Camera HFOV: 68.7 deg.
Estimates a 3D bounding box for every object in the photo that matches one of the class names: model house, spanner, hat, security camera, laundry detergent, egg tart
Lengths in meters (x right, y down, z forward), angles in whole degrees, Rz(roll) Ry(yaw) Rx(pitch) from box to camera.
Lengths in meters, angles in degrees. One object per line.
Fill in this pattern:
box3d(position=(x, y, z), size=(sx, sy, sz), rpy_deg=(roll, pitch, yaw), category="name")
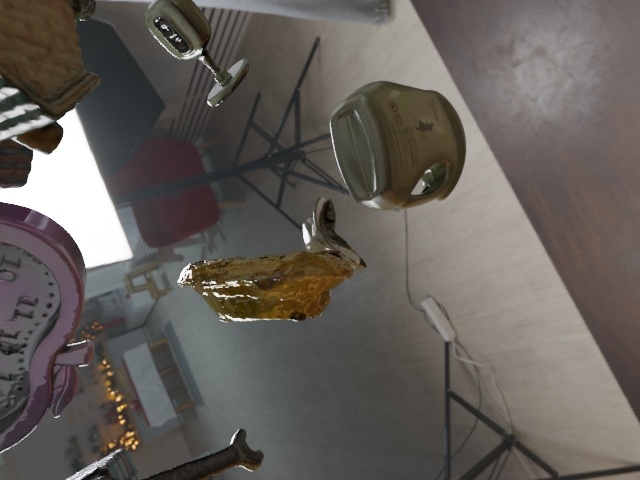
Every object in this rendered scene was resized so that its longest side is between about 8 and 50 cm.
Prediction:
box3d(position=(-0.616, -0.273, 0.817), size=(0.444, 0.395, 0.401), rpy_deg=(-13, 88, 20), category="model house")
box3d(position=(-0.133, 0.241, 0.484), size=(0.015, 0.254, 0.054), rpy_deg=(-40, 67, 12), category="spanner")
box3d(position=(0.000, 0.000, 0.934), size=(0.144, 0.173, 0.166), rpy_deg=(-37, 73, 27), category="hat")
box3d(position=(-0.111, -0.169, 0.411), size=(0.092, 0.058, 0.058), rpy_deg=(40, 164, -32), category="security camera")
box3d(position=(0.137, -0.141, 0.692), size=(0.091, 0.253, 0.181), rpy_deg=(-17, 89, 49), category="laundry detergent")
box3d(position=(-0.085, 0.076, 0.774), size=(0.290, 0.290, 0.116), rpy_deg=(-10, 83, 58), category="egg tart")

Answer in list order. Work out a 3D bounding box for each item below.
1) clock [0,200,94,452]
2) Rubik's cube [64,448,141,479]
box3d(position=(-0.458, 0.107, 0.592), size=(0.102, 0.338, 0.339), rpy_deg=(-139, 38, -62), category="clock")
box3d(position=(-0.302, 0.397, 0.580), size=(0.184, 0.182, 0.187), rpy_deg=(61, 158, 8), category="Rubik's cube")
